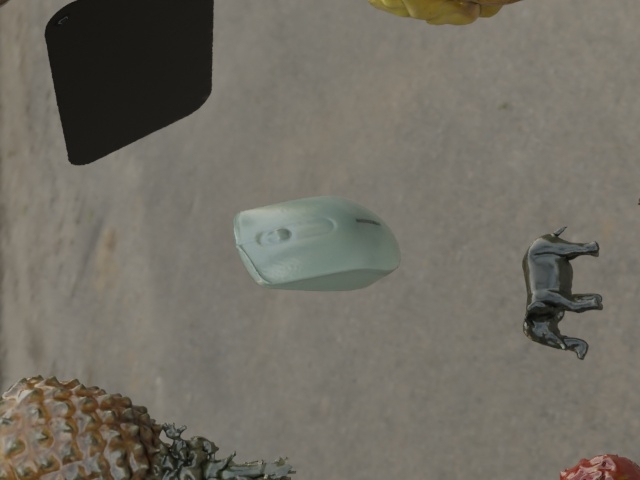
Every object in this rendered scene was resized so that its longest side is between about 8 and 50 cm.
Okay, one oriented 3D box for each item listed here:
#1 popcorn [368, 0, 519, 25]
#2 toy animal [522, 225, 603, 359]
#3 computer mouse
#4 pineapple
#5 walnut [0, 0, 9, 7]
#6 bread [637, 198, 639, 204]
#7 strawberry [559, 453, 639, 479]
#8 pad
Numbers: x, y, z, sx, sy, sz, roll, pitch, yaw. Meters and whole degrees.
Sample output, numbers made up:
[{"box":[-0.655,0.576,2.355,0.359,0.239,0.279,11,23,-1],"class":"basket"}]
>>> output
[{"box":[0.200,-0.444,1.517,0.349,0.382,0.349,27,121,56],"class":"popcorn"},{"box":[0.442,0.099,2.168,0.114,0.146,0.245,64,-155,-62],"class":"toy animal"},{"box":[0.000,0.000,1.498,0.128,0.231,0.079,63,140,34],"class":"computer mouse"},{"box":[-0.208,0.264,1.385,0.175,0.361,0.175,12,-90,-86],"class":"pineapple"},{"box":[-0.581,-0.470,1.811,0.306,0.344,0.306,36,137,44],"class":"walnut"},{"box":[0.481,0.009,1.347,0.147,0.160,0.260,-48,43,43],"class":"bread"},{"box":[0.411,0.392,1.646,0.234,0.234,0.178,-108,27,-51],"class":"strawberry"},{"box":[-0.238,-0.275,1.638,0.063,0.315,0.375,55,159,20],"class":"pad"}]
